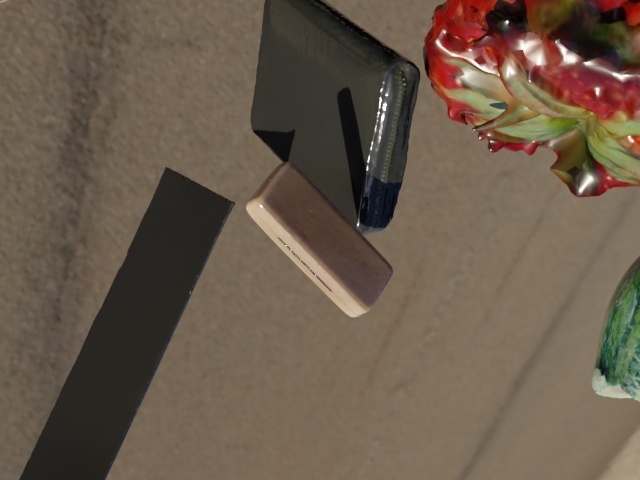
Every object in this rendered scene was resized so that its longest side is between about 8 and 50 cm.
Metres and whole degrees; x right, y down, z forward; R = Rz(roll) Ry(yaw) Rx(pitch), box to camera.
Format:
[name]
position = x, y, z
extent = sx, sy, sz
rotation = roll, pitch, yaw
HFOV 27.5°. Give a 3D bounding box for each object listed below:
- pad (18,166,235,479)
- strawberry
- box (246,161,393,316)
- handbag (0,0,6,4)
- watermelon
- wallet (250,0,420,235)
[pad]
position = -0.181, 0.116, 1.104
extent = 0.367, 0.007, 0.248
rotation = -65, -159, 0
[strawberry]
position = 0.222, -0.163, 0.941
extent = 0.261, 0.261, 0.257
rotation = 56, 53, -68
[box]
position = 0.000, 0.000, 0.906
extent = 0.025, 0.115, 0.048
rotation = -23, -152, 51
[handbag]
position = -0.310, -0.402, 1.541
extent = 0.298, 0.151, 0.171
rotation = -64, -159, -9
[watermelon]
position = 0.354, 0.069, 1.152
extent = 0.224, 0.180, 0.305
rotation = -55, 175, -8
[wallet]
position = 0.004, -0.111, 1.033
extent = 0.044, 0.250, 0.149
rotation = -1, 115, -25
